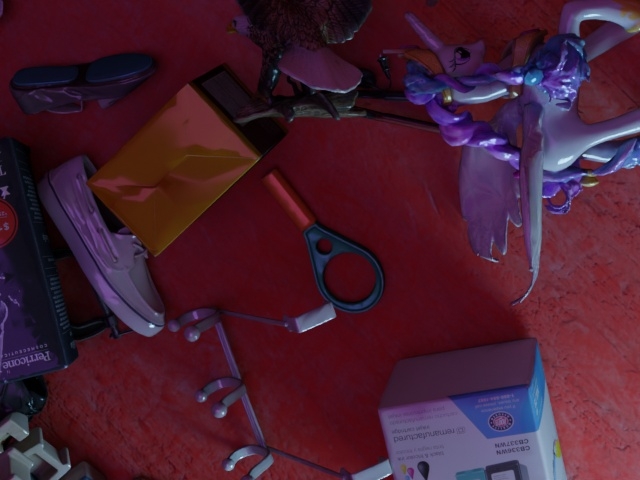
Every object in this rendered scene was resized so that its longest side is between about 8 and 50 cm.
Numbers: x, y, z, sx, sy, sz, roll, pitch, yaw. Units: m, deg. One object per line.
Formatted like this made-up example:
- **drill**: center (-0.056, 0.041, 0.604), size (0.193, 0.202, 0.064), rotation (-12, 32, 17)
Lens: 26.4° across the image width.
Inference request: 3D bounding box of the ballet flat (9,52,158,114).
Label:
- **ballet flat**: center (-0.314, -0.207, 1.841), size (0.213, 0.072, 0.068), rotation (-5, 130, 13)

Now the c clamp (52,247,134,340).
- **c clamp**: center (-0.332, 0.076, 1.933), size (0.137, 0.022, 0.160), rotation (-24, 100, 21)

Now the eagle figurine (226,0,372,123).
- **eagle figurine**: center (-0.048, -0.294, 1.659), size (0.225, 0.226, 0.298), rotation (1, 97, 16)

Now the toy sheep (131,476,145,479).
- **toy sheep**: center (-0.245, 0.404, 1.963), size (0.091, 0.091, 0.132), rotation (-27, 79, 16)

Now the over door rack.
- **over door rack**: center (-0.076, 0.205, 1.788), size (0.324, 0.108, 0.239), rotation (-5, 108, 54)

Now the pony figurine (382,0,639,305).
- **pony figurine**: center (0.274, -0.132, 1.653), size (0.364, 0.303, 0.351), rotation (-13, 102, -8)

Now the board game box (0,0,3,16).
- **board game box**: center (-0.688, -0.336, 1.788), size (0.390, 0.050, 0.390), rotation (-36, 118, 10)

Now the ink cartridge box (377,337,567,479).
- **ink cartridge box**: center (0.211, 0.297, 1.787), size (0.198, 0.197, 0.270), rotation (-11, 102, 14)

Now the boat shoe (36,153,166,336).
- **boat shoe**: center (-0.280, 0.005, 1.869), size (0.088, 0.096, 0.267), rotation (-32, 90, 16)

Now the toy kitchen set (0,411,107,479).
- **toy kitchen set**: center (-0.402, 0.365, 1.894), size (0.122, 0.166, 0.207), rotation (-38, 123, 9)

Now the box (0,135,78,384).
- **box**: center (-0.527, 0.055, 1.808), size (0.343, 0.179, 0.312), rotation (-14, 92, -5)

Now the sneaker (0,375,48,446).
- **sneaker**: center (-0.461, 0.243, 1.956), size (0.130, 0.109, 0.286), rotation (14, 107, 4)

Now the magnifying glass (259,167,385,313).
- **magnifying glass**: center (0.000, 0.000, 1.845), size (0.092, 0.026, 0.231), rotation (-37, 94, 17)

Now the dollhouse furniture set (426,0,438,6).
- **dollhouse furniture set**: center (0.168, -0.414, 1.592), size (0.262, 0.135, 0.259), rotation (29, 72, 2)

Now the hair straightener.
- **hair straightener**: center (0.067, -0.201, 1.778), size (0.230, 0.047, 0.089), rotation (12, 98, 13)

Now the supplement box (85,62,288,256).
- **supplement box**: center (-0.167, -0.108, 1.761), size (0.191, 0.194, 0.129), rotation (-42, 94, 18)
